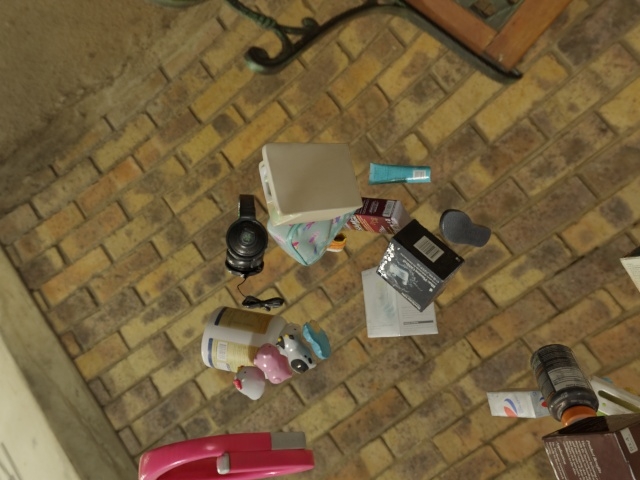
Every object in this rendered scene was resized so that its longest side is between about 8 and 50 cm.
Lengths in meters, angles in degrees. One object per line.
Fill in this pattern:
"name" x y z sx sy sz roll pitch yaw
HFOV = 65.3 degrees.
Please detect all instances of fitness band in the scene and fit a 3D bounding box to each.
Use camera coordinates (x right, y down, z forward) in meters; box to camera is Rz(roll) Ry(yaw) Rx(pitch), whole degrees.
"fitness band" -0.143 0.361 0.809 0.291 0.054 0.209 18 140 -39

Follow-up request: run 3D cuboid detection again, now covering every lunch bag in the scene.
"lunch bag" -0.003 -0.077 1.362 0.279 0.108 0.224 -50 150 -11

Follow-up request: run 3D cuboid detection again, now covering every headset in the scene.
"headset" -0.212 0.035 1.603 0.185 0.394 0.243 2 148 -10

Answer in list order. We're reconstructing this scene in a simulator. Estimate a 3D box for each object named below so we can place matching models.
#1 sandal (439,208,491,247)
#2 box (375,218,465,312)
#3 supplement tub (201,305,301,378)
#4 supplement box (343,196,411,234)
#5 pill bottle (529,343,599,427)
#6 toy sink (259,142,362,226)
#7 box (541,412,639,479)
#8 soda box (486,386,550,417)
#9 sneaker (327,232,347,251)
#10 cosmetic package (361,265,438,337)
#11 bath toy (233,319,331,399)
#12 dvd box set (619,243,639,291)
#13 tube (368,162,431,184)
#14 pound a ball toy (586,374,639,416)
"sandal" 0.439 -0.034 1.554 0.254 0.054 0.097 21 103 -43
"box" 0.233 0.063 1.194 0.093 0.156 0.158 -37 159 -29
"supplement tub" -0.245 0.373 1.816 0.228 0.316 0.228 9 90 -80
"supplement box" 0.169 -0.085 1.682 0.130 0.239 0.073 45 60 -52
"pill bottle" 0.683 0.416 1.389 0.130 0.130 0.246 -41 -160 25
"toy sink" -0.046 -0.121 1.100 0.234 0.153 0.131 -10 174 -40
"box" 0.624 0.470 1.052 0.167 0.168 0.203 -7 161 -25
"soda box" 0.723 0.585 1.808 0.098 0.091 0.286 -6 164 -15
"sneaker" 0.000 0.000 1.546 0.175 0.064 0.067 -8 134 -30
"cosmetic package" 0.242 0.187 1.571 0.138 0.225 0.224 0 168 -20
"bath toy" -0.142 0.381 1.579 0.348 0.151 0.129 -35 152 17
"dvd box set" 0.675 0.178 0.730 0.062 0.420 0.307 -31 177 -9
"tube" 0.265 -0.222 1.672 0.207 0.080 0.052 3 163 16
"pound a ball toy" 1.073 0.570 1.696 0.136 0.319 0.208 -60 157 -15
